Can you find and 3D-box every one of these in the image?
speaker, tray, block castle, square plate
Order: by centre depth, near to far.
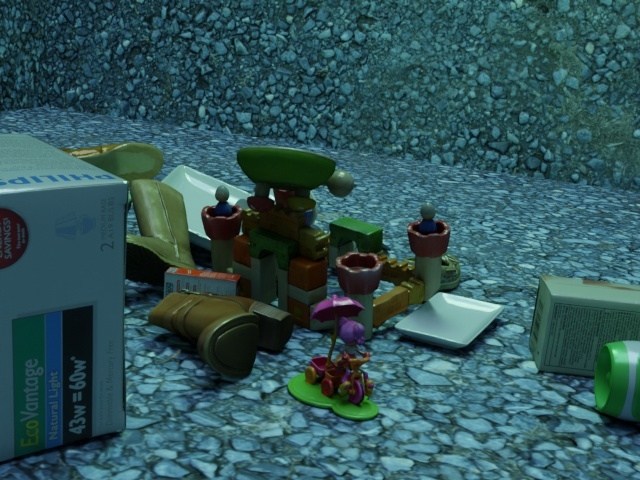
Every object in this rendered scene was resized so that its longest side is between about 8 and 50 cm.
[{"bbox_3d":[0.588,0.231,1.375,0.297,0.131,0.131,7,15,4],"label":"speaker"},{"bbox_3d":[0.255,0.159,1.723,0.145,0.030,0.270,13,16,24],"label":"tray"},{"bbox_3d":[0.000,0.000,1.774,0.453,0.212,0.303,20,31,38],"label":"block castle"},{"bbox_3d":[-0.236,-0.050,2.108,0.344,0.049,0.347,24,23,1],"label":"square plate"}]

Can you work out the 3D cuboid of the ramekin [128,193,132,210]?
[{"bbox_3d":[-0.563,-0.030,1.911,0.304,0.148,0.303,5,14,-1],"label":"ramekin"}]

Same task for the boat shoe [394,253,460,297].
[{"bbox_3d":[0.248,0.062,1.970,0.105,0.089,0.285,11,15,22],"label":"boat shoe"}]

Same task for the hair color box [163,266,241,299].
[{"bbox_3d":[-0.228,0.096,1.702,0.141,0.071,0.043,7,15,4],"label":"hair color box"}]

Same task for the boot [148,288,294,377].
[{"bbox_3d":[-0.194,0.137,1.476,0.220,0.108,0.283,12,14,20],"label":"boot"}]

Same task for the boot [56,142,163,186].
[{"bbox_3d":[-0.528,-0.182,2.005,0.211,0.104,0.295,17,23,37],"label":"boot"}]

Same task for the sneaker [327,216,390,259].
[{"bbox_3d":[0.092,0.031,2.063,0.153,0.094,0.235,39,-11,8],"label":"sneaker"}]

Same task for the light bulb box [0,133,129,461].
[{"bbox_3d":[-0.439,0.057,1.210,0.225,0.357,0.361,-8,21,-37],"label":"light bulb box"}]

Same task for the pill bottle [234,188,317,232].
[{"bbox_3d":[-0.107,-0.067,2.057,0.112,0.111,0.187,19,21,41],"label":"pill bottle"}]

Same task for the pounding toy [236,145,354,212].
[{"bbox_3d":[-0.056,-0.097,1.641,0.183,0.110,0.237,4,-6,27],"label":"pounding toy"}]

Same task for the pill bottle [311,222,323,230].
[{"bbox_3d":[-0.028,-0.001,2.158,0.067,0.067,0.120,6,14,4],"label":"pill bottle"}]

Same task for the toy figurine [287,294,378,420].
[{"bbox_3d":[0.032,0.167,1.351,0.130,0.159,0.173,-4,18,-31],"label":"toy figurine"}]

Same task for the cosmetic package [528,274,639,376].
[{"bbox_3d":[0.538,0.160,1.583,0.296,0.153,0.129,8,16,3],"label":"cosmetic package"}]

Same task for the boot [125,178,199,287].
[{"bbox_3d":[-0.361,-0.028,1.811,0.236,0.089,0.269,31,27,-41],"label":"boot"}]
